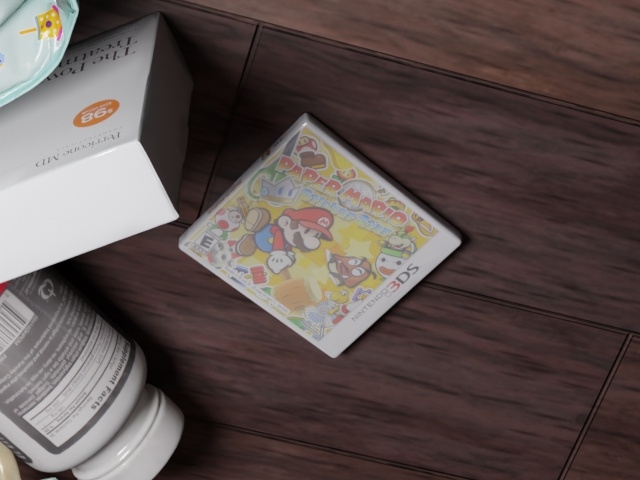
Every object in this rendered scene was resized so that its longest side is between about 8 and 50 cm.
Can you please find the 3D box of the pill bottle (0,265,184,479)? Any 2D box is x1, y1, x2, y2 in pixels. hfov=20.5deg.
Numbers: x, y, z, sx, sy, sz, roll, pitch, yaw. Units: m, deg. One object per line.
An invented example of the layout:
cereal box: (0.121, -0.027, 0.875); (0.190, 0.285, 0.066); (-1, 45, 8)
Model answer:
pill bottle: (-0.297, 0.133, 1.872); (0.176, 0.176, 0.318); (-35, 117, 19)

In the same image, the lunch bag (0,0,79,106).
lunch bag: (-0.331, -0.224, 1.617); (0.262, 0.223, 0.160); (-29, 126, 15)

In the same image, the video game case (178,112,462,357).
video game case: (0.000, 0.000, 1.885); (0.227, 0.026, 0.206); (37, 114, -22)

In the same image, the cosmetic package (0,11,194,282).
cosmetic package: (-0.313, -0.062, 1.685); (0.377, 0.284, 0.097); (-20, 121, 10)

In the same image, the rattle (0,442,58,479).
rattle: (-0.382, 0.282, 1.939); (0.143, 0.200, 0.130); (3, 114, -40)
